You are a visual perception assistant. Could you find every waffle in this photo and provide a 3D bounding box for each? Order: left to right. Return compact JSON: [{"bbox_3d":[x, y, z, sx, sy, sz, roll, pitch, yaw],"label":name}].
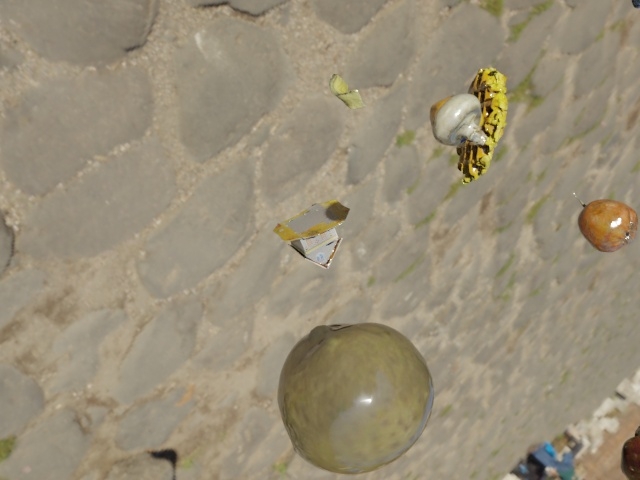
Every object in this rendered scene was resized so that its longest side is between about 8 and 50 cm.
[{"bbox_3d":[0.432,-0.320,2.105,0.068,0.325,0.302,6,138,-7],"label":"waffle"}]

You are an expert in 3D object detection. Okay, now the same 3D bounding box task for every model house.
[{"bbox_3d":[0.000,0.000,2.177,0.207,0.219,0.136,-28,115,-14],"label":"model house"}]

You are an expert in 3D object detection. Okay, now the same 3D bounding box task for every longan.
[{"bbox_3d":[0.069,0.328,1.668,0.361,0.361,0.361,-36,151,-24],"label":"longan"}]

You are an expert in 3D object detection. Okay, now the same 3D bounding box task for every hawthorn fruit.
[{"bbox_3d":[0.758,-0.043,2.075,0.149,0.189,0.149,-5,105,-18],"label":"hawthorn fruit"}]

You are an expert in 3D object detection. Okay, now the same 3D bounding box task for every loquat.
[{"bbox_3d":[0.333,-0.304,1.926,0.137,0.137,0.113,-37,128,-23],"label":"loquat"}]

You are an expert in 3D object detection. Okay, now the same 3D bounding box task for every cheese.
[{"bbox_3d":[0.055,-0.306,1.632,0.041,0.084,0.060,-47,147,5],"label":"cheese"}]

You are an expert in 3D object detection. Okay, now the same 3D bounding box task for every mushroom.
[{"bbox_3d":[0.205,-0.164,1.112,0.085,0.079,0.085,-31,154,-18],"label":"mushroom"}]

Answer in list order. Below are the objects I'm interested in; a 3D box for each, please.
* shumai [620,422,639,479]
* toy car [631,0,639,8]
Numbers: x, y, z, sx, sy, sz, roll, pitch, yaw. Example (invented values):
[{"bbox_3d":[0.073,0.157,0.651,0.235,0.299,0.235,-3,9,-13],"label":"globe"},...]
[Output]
[{"bbox_3d":[0.609,0.401,1.312,0.204,0.222,0.272,-44,115,-26],"label":"shumai"},{"bbox_3d":[0.656,-0.457,1.461,0.095,0.205,0.056,-26,132,11],"label":"toy car"}]
